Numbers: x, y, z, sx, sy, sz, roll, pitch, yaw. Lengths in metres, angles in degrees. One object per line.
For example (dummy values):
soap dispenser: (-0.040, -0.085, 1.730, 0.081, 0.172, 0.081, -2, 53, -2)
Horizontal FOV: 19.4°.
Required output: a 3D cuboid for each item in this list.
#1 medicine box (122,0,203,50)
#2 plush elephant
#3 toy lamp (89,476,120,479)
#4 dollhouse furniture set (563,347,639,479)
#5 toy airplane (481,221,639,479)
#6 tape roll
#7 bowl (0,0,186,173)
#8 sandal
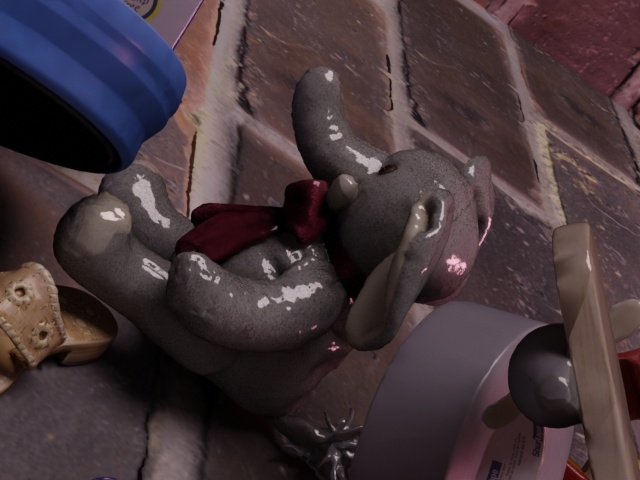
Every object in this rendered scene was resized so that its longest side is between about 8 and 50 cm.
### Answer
medicine box: (-0.263, -0.260, 1.586, 0.263, 0.149, 0.289, 28, 6, -27)
plush elephant: (0.000, 0.000, 1.401, 0.330, 0.255, 0.272, 44, 8, 2)
toy lamp: (-0.076, 0.250, 1.052, 0.080, 0.080, 0.274, 15, 34, -48)
dollhouse furniture set: (0.315, 0.243, 1.543, 0.374, 0.201, 0.152, 41, 20, 2)
toy airplane: (0.199, 0.239, 1.179, 0.384, 0.272, 0.386, 47, 47, -41)
tape roll: (0.104, 0.156, 1.336, 0.072, 0.219, 0.219, 15, 8, 29)
bowl: (-0.282, -0.161, 1.294, 0.391, 0.077, 0.391, 24, -11, 5)
sandal: (-0.202, 0.044, 1.258, 0.088, 0.079, 0.240, 45, 21, 16)
